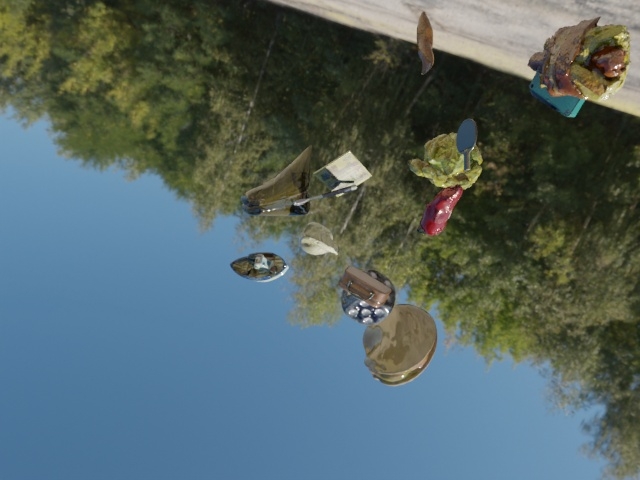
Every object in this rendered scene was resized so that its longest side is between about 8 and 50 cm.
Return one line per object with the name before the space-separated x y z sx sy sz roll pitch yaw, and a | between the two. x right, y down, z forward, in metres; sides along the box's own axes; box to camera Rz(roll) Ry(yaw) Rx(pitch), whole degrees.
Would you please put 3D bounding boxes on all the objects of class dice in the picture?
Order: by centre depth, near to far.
dice | 0.207 0.244 2.160 0.183 0.181 0.182 31 -139 -17

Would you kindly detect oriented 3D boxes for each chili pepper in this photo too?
chili pepper | 0.463 -0.110 1.960 0.110 0.387 0.110 3 -118 -5

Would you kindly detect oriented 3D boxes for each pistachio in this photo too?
pistachio | 0.377 0.491 2.407 0.366 0.281 0.445 -1 -139 35

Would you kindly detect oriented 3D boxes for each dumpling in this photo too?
dumpling | 0.000 0.000 2.100 0.180 0.131 0.252 23 -174 -3

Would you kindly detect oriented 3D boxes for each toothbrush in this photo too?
toothbrush | 0.023 -0.174 1.924 0.288 0.024 0.026 -18 179 -28

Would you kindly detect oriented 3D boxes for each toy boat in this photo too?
toy boat | -0.247 0.095 1.944 0.262 0.114 0.115 -7 151 38

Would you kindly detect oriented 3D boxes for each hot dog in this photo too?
hot dog | 0.476 -0.334 0.939 0.103 0.146 0.213 -12 -163 -18

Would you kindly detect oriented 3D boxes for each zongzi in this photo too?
zongzi | -0.170 -0.243 2.001 0.274 0.299 0.145 -1 -160 -30

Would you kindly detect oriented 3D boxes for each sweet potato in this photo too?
sweet potato | 0.331 -0.623 1.572 0.058 0.202 0.055 6 166 -35

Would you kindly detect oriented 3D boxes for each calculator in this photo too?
calculator | 0.961 -0.641 1.949 0.058 0.248 0.274 -3 -140 -25

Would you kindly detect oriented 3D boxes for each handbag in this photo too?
handbag | 0.167 0.178 1.901 0.194 0.072 0.151 31 -166 10

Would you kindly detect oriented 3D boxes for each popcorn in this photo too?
popcorn | 0.640 -0.398 2.497 0.336 0.279 0.274 36 -160 16

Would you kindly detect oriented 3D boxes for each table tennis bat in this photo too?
table tennis bat | 0.438 -0.286 1.496 0.014 0.157 0.095 4 171 -21

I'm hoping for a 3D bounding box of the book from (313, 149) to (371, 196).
book | 0.089 -0.257 1.948 0.192 0.168 0.013 37 -151 -50
